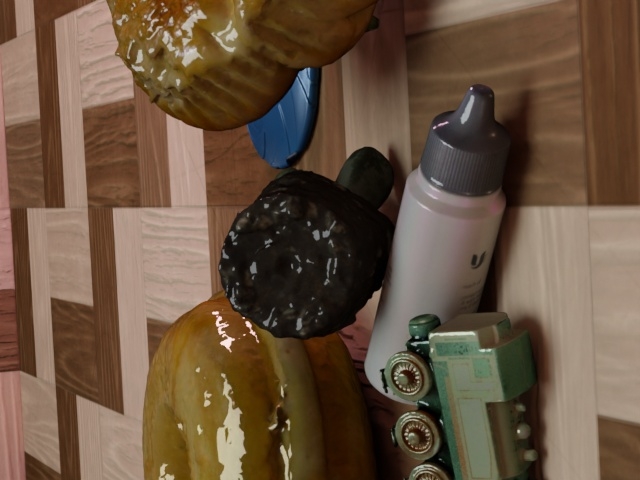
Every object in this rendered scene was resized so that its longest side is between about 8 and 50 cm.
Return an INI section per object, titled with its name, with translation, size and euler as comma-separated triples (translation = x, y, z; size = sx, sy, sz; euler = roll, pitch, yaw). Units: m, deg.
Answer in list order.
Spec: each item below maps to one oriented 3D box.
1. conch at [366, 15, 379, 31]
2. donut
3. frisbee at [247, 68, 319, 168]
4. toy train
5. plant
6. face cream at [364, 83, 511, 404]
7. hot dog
[conch]
translation = -0.021, -0.241, 1.807
size = 0.201, 0.095, 0.079
euler = 46, 163, 58
[donut]
translation = -0.073, 0.263, 1.888
size = 0.449, 0.198, 0.449
euler = 177, 90, -69
[frisbee]
translation = -0.062, -0.202, 1.993
size = 0.242, 0.045, 0.242
euler = 176, 90, -67
[toy train]
translation = 0.128, 0.156, 1.485
size = 0.125, 0.081, 0.194
euler = -5, 102, 35
[plant]
translation = -0.002, 0.002, 1.637
size = 0.146, 0.149, 0.274
euler = -52, -4, 21
[face cream]
translation = 0.107, 0.001, 1.523
size = 0.092, 0.092, 0.311
euler = -120, 32, -49
[hot dog]
translation = -0.065, -0.297, 1.692
size = 0.367, 0.196, 0.365
euler = -39, 45, 28
